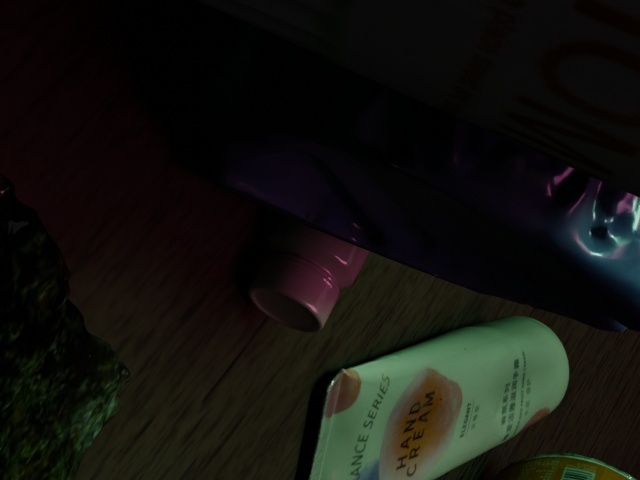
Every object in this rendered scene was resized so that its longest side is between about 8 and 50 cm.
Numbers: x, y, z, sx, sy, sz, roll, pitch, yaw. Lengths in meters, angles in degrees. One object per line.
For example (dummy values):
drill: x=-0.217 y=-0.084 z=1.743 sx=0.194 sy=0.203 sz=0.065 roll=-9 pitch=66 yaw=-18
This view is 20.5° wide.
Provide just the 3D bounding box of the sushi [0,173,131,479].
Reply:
sushi: x=-0.148 y=0.039 z=0.536 sx=0.127 sy=0.124 sz=0.225 roll=-62 pitch=161 yaw=-23

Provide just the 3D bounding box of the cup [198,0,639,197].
cup: x=0.032 y=-0.180 z=0.504 sx=0.331 sy=0.311 sz=0.257 roll=-74 pitch=-173 yaw=-76

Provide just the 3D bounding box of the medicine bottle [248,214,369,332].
medicine bottle: x=0.000 y=0.000 z=0.936 sx=0.089 sy=0.052 sz=0.052 roll=-62 pitch=155 yaw=-22

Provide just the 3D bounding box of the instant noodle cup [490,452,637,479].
instant noodle cup: x=0.182 y=0.283 z=1.385 sx=0.172 sy=0.215 sz=0.216 roll=-60 pitch=156 yaw=-49

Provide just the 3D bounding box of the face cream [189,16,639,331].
face cream: x=0.088 y=-0.094 z=0.811 sx=0.225 sy=0.249 sz=0.249 roll=-69 pitch=157 yaw=-7

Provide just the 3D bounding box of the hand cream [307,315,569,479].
hand cream: x=0.086 y=0.113 z=1.207 sx=0.340 sy=0.077 sz=0.124 roll=-18 pitch=123 yaw=-58
